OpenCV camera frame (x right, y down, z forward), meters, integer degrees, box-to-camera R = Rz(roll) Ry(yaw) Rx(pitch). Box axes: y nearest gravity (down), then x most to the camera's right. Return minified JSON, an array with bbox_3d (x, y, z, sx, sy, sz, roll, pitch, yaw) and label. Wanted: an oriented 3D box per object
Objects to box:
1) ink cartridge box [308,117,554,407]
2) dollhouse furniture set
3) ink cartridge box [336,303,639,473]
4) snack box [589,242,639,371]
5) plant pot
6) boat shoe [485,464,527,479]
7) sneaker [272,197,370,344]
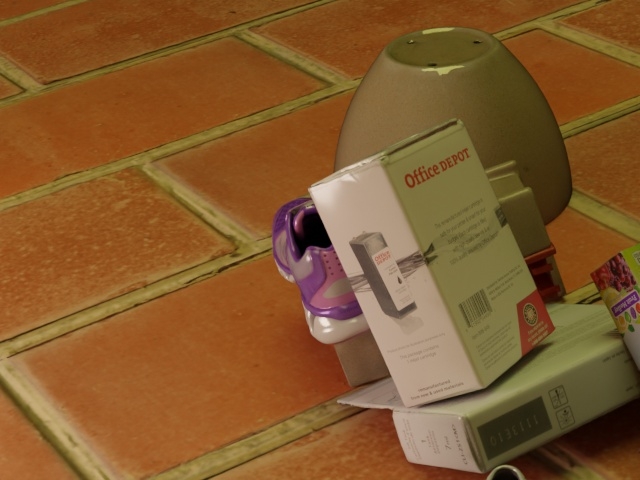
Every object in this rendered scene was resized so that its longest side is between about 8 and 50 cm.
[{"bbox_3d":[0.101,0.017,1.417,0.092,0.218,0.158,-20,5,35],"label":"ink cartridge box"},{"bbox_3d":[0.109,0.031,1.644,0.259,0.135,0.262,-20,28,3],"label":"dollhouse furniture set"},{"bbox_3d":[0.186,0.130,1.479,0.275,0.060,0.239,-22,6,-25],"label":"ink cartridge box"},{"bbox_3d":[0.361,0.082,1.383,0.174,0.207,0.070,-21,-13,-23],"label":"snack box"},{"bbox_3d":[0.145,-0.137,1.849,0.284,0.191,0.284,-6,28,3],"label":"plant pot"},{"bbox_3d":[0.149,0.246,1.256,0.066,0.063,0.184,0,28,13],"label":"boat shoe"},{"bbox_3d":[0.000,0.000,1.516,0.095,0.104,0.236,-25,27,-2],"label":"sneaker"}]
